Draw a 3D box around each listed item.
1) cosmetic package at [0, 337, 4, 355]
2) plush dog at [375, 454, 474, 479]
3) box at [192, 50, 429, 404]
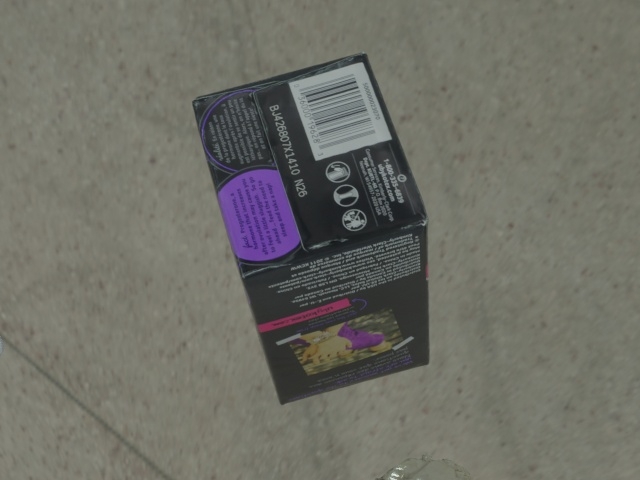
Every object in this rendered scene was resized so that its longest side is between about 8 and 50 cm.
[{"bbox_3d":[-0.389,0.059,0.617,0.230,0.453,0.161,59,33,-11],"label":"cosmetic package"},{"bbox_3d":[0.094,0.285,0.794,0.211,0.225,0.262,9,28,15],"label":"plush dog"},{"bbox_3d":[0.000,0.000,1.110,0.143,0.270,0.165,-16,64,-4],"label":"box"}]
